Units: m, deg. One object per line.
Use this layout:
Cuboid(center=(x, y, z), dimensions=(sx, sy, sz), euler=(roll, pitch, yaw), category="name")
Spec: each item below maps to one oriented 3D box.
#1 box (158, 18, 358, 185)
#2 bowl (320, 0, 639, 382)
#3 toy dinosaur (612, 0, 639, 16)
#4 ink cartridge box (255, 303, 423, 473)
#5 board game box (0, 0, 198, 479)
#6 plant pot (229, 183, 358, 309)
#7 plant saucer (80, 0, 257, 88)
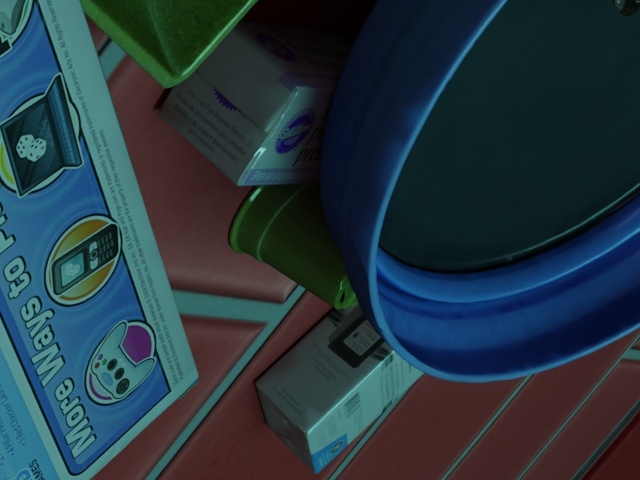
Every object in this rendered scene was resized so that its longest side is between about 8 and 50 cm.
Cuboid(center=(0.030, -0.077, 0.934), dimensions=(0.063, 0.067, 0.324), euler=(-57, 157, 19), category="box")
Cuboid(center=(0.170, -0.087, 0.883), dimensions=(0.391, 0.077, 0.391), euler=(-26, 144, -20), category="bowl")
Cuboid(center=(0.228, -0.119, 0.726), dimensions=(0.160, 0.121, 0.313), euler=(-36, 145, 20), category="toy dinosaur")
Cuboid(center=(0.038, 0.088, 1.254), dimensions=(0.180, 0.060, 0.104), euler=(-42, 158, -15), category="ink cartridge box")
Cuboid(center=(-0.198, 0.024, 0.484), dimensions=(0.302, 0.086, 0.308), euler=(-42, 142, -27), category="board game box")
Cuboid(center=(0.000, 0.000, 0.993), dimensions=(0.083, 0.079, 0.083), euler=(-40, 159, -19), category="plant pot")
Cuboid(center=(-0.043, -0.170, 0.646), dimensions=(0.188, 0.045, 0.188), euler=(-48, 159, 0), category="plant saucer")
